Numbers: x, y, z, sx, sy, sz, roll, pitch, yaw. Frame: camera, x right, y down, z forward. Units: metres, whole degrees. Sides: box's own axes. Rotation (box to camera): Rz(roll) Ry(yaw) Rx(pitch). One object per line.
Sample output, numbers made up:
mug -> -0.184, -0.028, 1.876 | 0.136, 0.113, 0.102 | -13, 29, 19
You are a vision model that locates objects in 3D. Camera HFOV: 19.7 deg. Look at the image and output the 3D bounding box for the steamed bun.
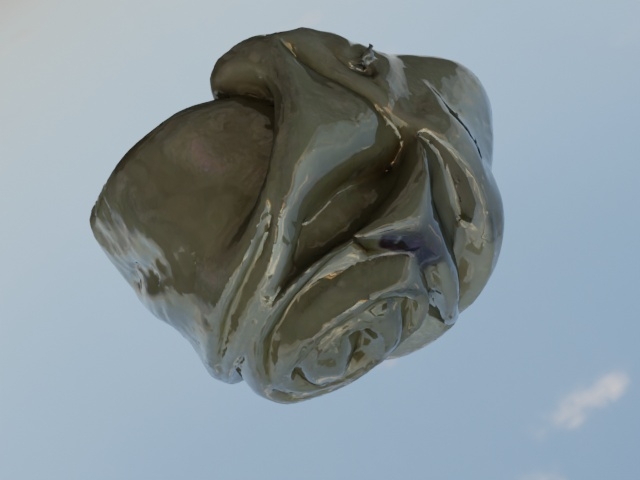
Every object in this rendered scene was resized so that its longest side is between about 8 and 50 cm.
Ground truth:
steamed bun -> 0.000, 0.000, 1.637 | 0.342, 0.368, 0.255 | -58, -141, 28
